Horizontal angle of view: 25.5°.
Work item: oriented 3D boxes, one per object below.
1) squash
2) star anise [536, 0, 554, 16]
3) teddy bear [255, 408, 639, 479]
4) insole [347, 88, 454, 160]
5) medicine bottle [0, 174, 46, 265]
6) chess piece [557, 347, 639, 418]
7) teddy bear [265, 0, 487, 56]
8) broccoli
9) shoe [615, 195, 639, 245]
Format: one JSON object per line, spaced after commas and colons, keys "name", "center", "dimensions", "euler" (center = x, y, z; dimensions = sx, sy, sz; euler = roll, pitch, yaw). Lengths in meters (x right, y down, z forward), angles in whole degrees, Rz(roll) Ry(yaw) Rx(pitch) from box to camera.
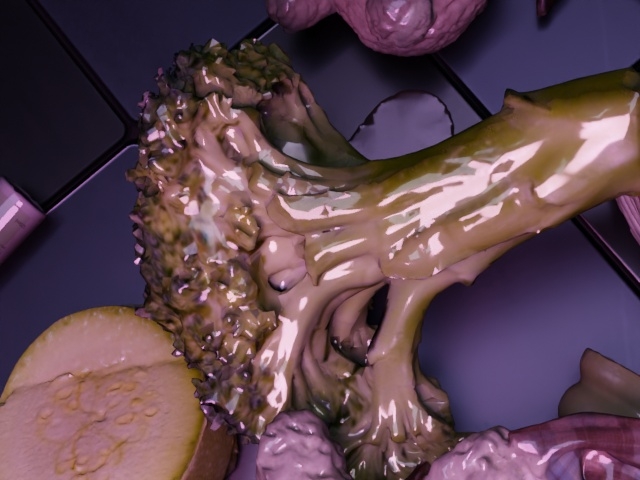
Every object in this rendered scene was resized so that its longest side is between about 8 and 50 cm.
{"name": "squash", "center": [-0.185, 0.151, 1.189], "dimensions": [0.220, 0.133, 0.220], "euler": [-4, 74, 14]}
{"name": "star anise", "center": [0.232, -0.327, 1.217], "dimensions": [0.272, 0.102, 0.272], "euler": [-3, 77, 12]}
{"name": "teddy bear", "center": [0.059, 0.259, 1.047], "dimensions": [0.362, 0.375, 0.327], "euler": [-35, 96, -18]}
{"name": "insole", "center": [0.000, 0.000, 1.243], "dimensions": [0.111, 0.007, 0.328], "euler": [40, 88, 12]}
{"name": "medicine bottle", "center": [-0.333, 0.031, 1.267], "dimensions": [0.057, 0.057, 0.199], "euler": [44, 89, 14]}
{"name": "chess piece", "center": [0.210, 0.226, 1.107], "dimensions": [0.144, 0.144, 0.251], "euler": [30, 92, 13]}
{"name": "teddy bear", "center": [0.034, -0.280, 1.218], "dimensions": [0.267, 0.151, 0.236], "euler": [43, 95, 9]}
{"name": "broccoli", "center": [0.029, -0.041, 1.074], "dimensions": [0.353, 0.275, 0.397], "euler": [27, 125, -15]}
{"name": "shoe", "center": [0.327, 0.023, 1.079], "dimensions": [0.132, 0.210, 0.342], "euler": [-27, 77, 4]}
